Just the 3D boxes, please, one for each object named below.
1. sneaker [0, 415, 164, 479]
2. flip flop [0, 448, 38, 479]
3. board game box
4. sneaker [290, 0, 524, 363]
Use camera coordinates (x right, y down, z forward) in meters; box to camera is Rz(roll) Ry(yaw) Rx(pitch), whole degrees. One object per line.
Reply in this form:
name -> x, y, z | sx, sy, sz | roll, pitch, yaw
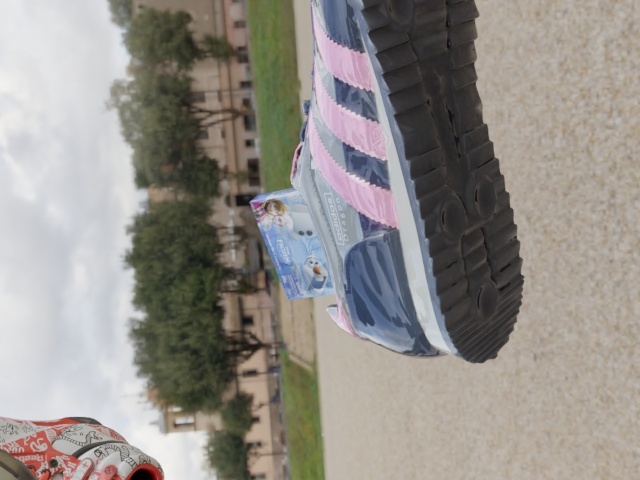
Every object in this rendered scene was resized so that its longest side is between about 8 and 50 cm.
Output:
sneaker -> -0.275, 0.229, 0.729 | 0.270, 0.145, 0.090 | 11, -86, -54
flip flop -> -0.289, 0.181, 0.456 | 0.080, 0.277, 0.112 | -64, -37, -59
board game box -> 0.000, 0.000, 0.600 | 0.020, 0.090, 0.090 | -50, -56, -54
sneaker -> 0.021, -0.084, 0.446 | 0.131, 0.112, 0.319 | -3, 99, 46
